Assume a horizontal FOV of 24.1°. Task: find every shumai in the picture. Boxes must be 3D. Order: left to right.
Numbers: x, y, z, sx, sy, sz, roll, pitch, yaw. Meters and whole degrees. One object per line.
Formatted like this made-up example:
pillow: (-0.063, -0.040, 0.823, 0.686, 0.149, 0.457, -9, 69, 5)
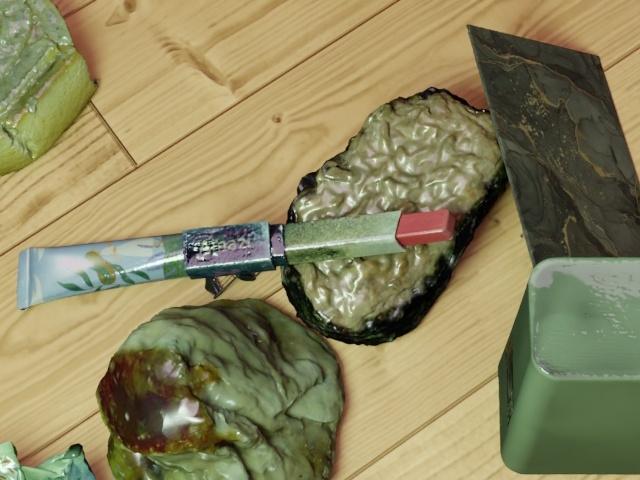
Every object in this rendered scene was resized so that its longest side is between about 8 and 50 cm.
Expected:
shumai: (-0.117, 0.182, 1.706, 0.304, 0.263, 0.309, -31, 70, -7)

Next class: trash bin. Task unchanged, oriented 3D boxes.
trash bin: (0.316, 0.137, 1.658, 0.223, 0.343, 0.158, 0, 66, 4)

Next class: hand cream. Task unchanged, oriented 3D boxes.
hand cream: (-0.259, 0.034, 1.891, 0.256, 0.055, 0.088, -9, 63, 7)

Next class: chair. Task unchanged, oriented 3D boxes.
chair: (-0.104, 0.038, 1.888, 0.086, 0.042, 0.037, -38, 65, 26)

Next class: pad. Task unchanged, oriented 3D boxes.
pad: (0.312, -0.091, 1.848, 0.247, 0.007, 0.368, 7, 61, -37)

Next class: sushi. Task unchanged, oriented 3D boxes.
sushi: (0.091, -0.036, 1.831, 0.211, 0.171, 0.350, 39, 76, 16)

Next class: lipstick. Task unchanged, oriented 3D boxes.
lipstick: (0.000, 0.000, 1.710, 0.312, 0.051, 0.051, -6, 70, 5)

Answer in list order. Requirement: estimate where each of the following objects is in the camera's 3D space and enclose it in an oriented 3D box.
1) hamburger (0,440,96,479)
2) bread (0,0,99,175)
hamburger: (-0.389, 0.323, 1.704, 0.276, 0.261, 0.150, -9, 36, -35)
bread: (-0.412, -0.195, 1.948, 0.186, 0.124, 0.257, 26, 73, 12)
